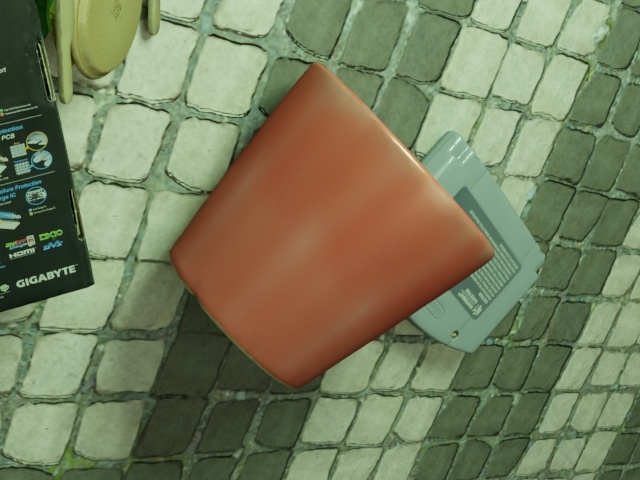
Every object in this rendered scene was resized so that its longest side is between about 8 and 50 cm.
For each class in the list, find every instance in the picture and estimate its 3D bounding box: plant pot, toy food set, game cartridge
[{"bbox_3d":[0.000,0.000,1.082,0.243,0.275,0.275,-44,135,3],"label":"plant pot"},{"bbox_3d":[-0.189,-0.202,0.899,0.192,0.038,0.132,-59,159,-57],"label":"toy food set"},{"bbox_3d":[0.167,0.018,1.359,0.198,0.062,0.297,-45,135,-2],"label":"game cartridge"}]

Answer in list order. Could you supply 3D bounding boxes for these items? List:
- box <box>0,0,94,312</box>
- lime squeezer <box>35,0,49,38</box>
[{"bbox_3d":[-0.350,-0.055,0.845,0.295,0.073,0.293,-17,125,-17],"label":"box"},{"bbox_3d":[-0.263,-0.226,0.871,0.110,0.059,0.310,20,106,-13],"label":"lime squeezer"}]
